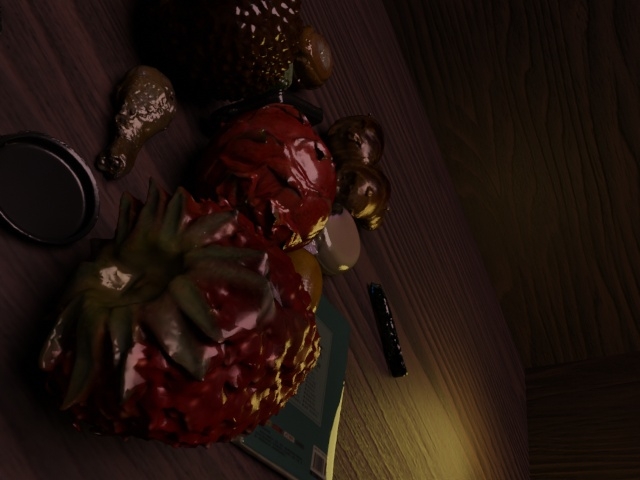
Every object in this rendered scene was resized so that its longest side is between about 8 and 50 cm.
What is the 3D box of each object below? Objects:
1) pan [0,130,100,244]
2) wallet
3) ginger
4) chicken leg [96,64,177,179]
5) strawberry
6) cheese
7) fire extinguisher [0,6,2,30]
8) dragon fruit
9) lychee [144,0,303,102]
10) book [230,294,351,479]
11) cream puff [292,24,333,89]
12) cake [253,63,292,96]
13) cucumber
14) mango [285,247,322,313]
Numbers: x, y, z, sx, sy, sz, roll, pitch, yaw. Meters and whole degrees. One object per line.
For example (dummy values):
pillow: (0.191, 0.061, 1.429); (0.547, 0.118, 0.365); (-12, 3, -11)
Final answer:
pan: (-0.340, -0.094, 0.540); (0.235, 0.028, 0.136); (58, 30, -33)
wallet: (-0.090, -0.233, 0.940); (0.250, 0.148, 0.044); (-16, 92, -71)
ginger: (0.114, -0.190, 1.319); (0.274, 0.152, 0.358); (33, 48, -52)
chicken leg: (-0.259, -0.167, 0.702); (0.085, 0.068, 0.198); (43, 46, -42)
strawberry: (-0.137, 0.124, 0.587); (0.344, 0.291, 0.292); (70, 20, -49)
cheese: (0.000, 0.000, 1.063); (0.286, 0.082, 0.163); (-7, 80, -63)
fire extinguisher: (-0.381, -0.234, 0.554); (0.083, 0.025, 0.038); (-74, 176, -47)
dragon fruit: (-0.088, -0.093, 0.803); (0.241, 0.240, 0.252); (44, 13, -43)
lychee: (-0.145, -0.363, 0.821); (0.267, 0.267, 0.268); (40, 41, -47)
book: (-0.030, 0.243, 0.919); (0.264, 0.031, 0.380); (53, 32, -34)
cream puff: (-0.043, -0.446, 1.220); (0.165, 0.115, 0.150); (51, 39, -52)
cake: (-0.153, -0.384, 0.996); (0.235, 0.099, 0.100); (42, 37, -43)
cucumber: (0.178, 0.231, 1.306); (0.044, 0.043, 0.257); (1, 72, -67)
mango: (-0.075, 0.099, 0.831); (0.136, 0.099, 0.228); (32, 48, 4)
